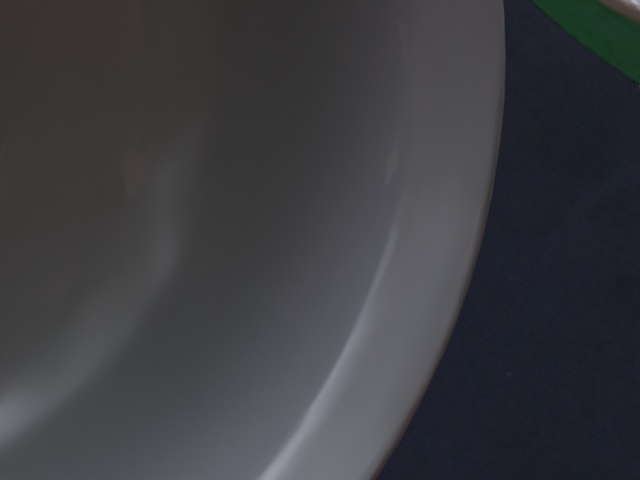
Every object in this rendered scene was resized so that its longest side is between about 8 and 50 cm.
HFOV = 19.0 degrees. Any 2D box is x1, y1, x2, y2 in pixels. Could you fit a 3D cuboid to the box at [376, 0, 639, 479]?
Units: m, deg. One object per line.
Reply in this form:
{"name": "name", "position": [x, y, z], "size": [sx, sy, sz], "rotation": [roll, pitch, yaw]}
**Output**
{"name": "box", "position": [0.000, 0.000, 1.088], "size": [0.297, 0.480, 0.472], "rotation": [-16, -11, -4]}

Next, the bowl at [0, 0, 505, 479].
{"name": "bowl", "position": [-0.113, -0.038, 0.438], "size": [0.298, 0.298, 0.134], "rotation": [-36, 25, -24]}

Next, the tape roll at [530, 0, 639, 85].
{"name": "tape roll", "position": [0.065, -0.166, 0.499], "size": [0.077, 0.321, 0.321], "rotation": [-40, -3, -6]}
